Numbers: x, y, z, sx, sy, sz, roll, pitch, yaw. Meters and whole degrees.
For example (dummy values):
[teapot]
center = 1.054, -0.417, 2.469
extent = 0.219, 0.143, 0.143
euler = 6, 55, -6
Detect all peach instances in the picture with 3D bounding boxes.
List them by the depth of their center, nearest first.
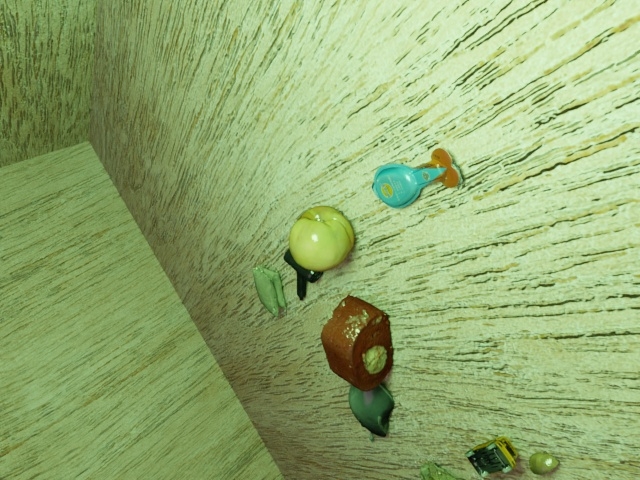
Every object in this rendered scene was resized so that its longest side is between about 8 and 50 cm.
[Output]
[peach]
center = 0.000, 0.000, 1.264
extent = 0.184, 0.184, 0.184
euler = 34, 140, 35

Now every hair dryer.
[hair dryer]
center = -0.052, 0.135, 1.563
extent = 0.128, 0.070, 0.255
euler = 39, 150, 29

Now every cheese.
[cheese]
center = 0.198, -0.131, 1.015
extent = 0.256, 0.037, 0.106
euler = -14, 104, 56

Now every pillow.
[pillow]
center = -0.198, 0.184, 1.775
extent = 0.134, 0.078, 0.181
euler = 26, 134, 42

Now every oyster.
[oyster]
center = 0.371, 0.773, 1.461
extent = 0.209, 0.072, 0.132
euler = -6, 107, 58

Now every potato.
[potato]
center = 0.511, 0.526, 1.098
extent = 0.037, 0.036, 0.093
euler = 46, 146, 15

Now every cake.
[cake]
center = 0.105, 0.303, 1.356
extent = 0.151, 0.177, 0.283
euler = 26, 136, 42

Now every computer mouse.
[computer mouse]
center = 0.161, 0.595, 1.598
extent = 0.167, 0.090, 0.379
euler = 30, 139, 40

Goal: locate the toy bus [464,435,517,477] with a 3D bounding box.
[toy bus]
center = 0.437, 0.542, 1.180
extent = 0.069, 0.074, 0.162
euler = 56, 151, 20

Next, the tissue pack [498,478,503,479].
[tissue pack]
center = 0.510, 0.764, 1.192
extent = 0.246, 0.148, 0.092
euler = 39, 141, 28
